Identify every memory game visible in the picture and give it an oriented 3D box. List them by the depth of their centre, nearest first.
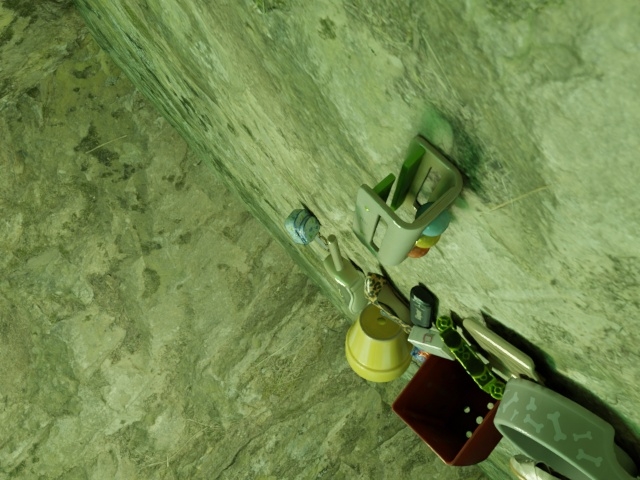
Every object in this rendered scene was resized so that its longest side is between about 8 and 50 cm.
[{"bbox_3d":[0.000,0.000,2.166,0.186,0.012,0.186,45,171,9],"label":"memory game"}]

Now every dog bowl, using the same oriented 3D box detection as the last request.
[{"bbox_3d":[0.527,0.440,1.169,0.348,0.102,0.349,37,167,10],"label":"dog bowl"}]

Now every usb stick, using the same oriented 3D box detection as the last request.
[{"bbox_3d":[0.286,0.195,1.563,0.077,0.045,0.278,42,169,22],"label":"usb stick"}]

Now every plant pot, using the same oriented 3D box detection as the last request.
[{"bbox_3d":[0.429,0.505,1.651,0.235,0.267,0.267,38,179,-40],"label":"plant pot"},{"bbox_3d":[0.218,0.349,2.007,0.254,0.254,0.239,42,154,29],"label":"plant pot"}]

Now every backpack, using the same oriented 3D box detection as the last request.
[{"bbox_3d":[-0.060,-0.053,1.943,0.084,0.105,0.114,6,143,42],"label":"backpack"}]

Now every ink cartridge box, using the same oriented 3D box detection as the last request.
[{"bbox_3d":[0.336,0.303,1.634,0.122,0.052,0.088,10,157,45],"label":"ink cartridge box"}]

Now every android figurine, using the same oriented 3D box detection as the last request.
[{"bbox_3d":[0.386,0.302,1.406,0.248,0.056,0.273,53,-172,30],"label":"android figurine"}]

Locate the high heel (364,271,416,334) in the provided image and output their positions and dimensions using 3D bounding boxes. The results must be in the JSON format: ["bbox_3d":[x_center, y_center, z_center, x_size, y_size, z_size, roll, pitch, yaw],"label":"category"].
[{"bbox_3d":[0.240,0.196,1.710,0.186,0.093,0.261,26,159,40],"label":"high heel"}]

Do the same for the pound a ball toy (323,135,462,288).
[{"bbox_3d":[0.117,-0.010,0.945,0.136,0.208,0.319,46,170,11],"label":"pound a ball toy"}]

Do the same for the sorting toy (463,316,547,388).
[{"bbox_3d":[0.423,0.264,1.227,0.193,0.038,0.208,37,169,48],"label":"sorting toy"}]

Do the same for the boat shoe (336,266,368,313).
[{"bbox_3d":[0.121,0.179,2.091,0.091,0.109,0.305,43,164,30],"label":"boat shoe"}]

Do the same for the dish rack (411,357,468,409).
[{"bbox_3d":[0.469,0.548,2.174,0.208,0.074,0.271,51,172,-14],"label":"dish rack"}]

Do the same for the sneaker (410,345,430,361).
[{"bbox_3d":[0.363,0.376,1.854,0.083,0.087,0.221,46,171,4],"label":"sneaker"}]

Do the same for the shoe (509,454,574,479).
[{"bbox_3d":[0.484,0.498,1.156,0.076,0.058,0.219,9,-177,-22],"label":"shoe"}]
